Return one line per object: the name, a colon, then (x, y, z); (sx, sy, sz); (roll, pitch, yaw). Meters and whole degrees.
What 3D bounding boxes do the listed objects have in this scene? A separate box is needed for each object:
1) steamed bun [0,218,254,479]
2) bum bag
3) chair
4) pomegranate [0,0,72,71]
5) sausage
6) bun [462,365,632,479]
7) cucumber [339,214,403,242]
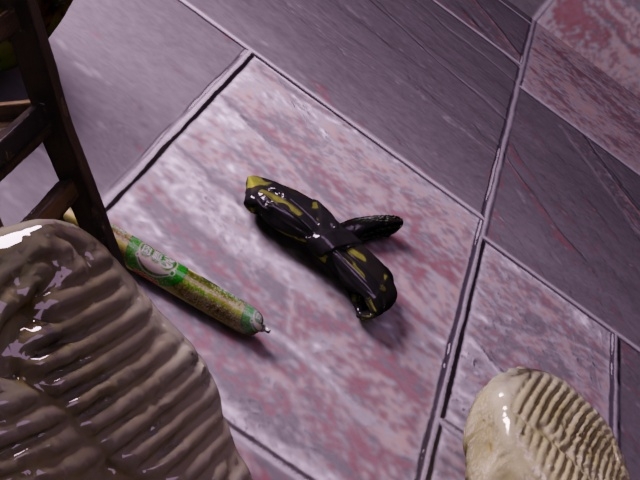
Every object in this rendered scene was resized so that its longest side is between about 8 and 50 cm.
steamed bun: (-0.211, 0.172, 0.702); (0.324, 0.219, 0.310); (51, 38, -28)
bum bag: (0.000, 0.000, 1.292); (0.232, 0.060, 0.107); (43, 22, 5)
chair: (-0.342, -0.057, 0.915); (0.240, 0.416, 0.203); (-5, 28, 15)
pomegranate: (-0.395, -0.311, 1.128); (0.286, 0.231, 0.231); (25, 33, -22)
sausage: (-0.166, 0.029, 1.105); (0.269, 0.033, 0.033); (31, 31, -11)
bun: (0.235, 0.245, 1.140); (0.220, 0.134, 0.220); (33, 31, -23)
cucumber: (0.058, -0.016, 1.399); (0.135, 0.034, 0.033); (-9, 59, -51)
